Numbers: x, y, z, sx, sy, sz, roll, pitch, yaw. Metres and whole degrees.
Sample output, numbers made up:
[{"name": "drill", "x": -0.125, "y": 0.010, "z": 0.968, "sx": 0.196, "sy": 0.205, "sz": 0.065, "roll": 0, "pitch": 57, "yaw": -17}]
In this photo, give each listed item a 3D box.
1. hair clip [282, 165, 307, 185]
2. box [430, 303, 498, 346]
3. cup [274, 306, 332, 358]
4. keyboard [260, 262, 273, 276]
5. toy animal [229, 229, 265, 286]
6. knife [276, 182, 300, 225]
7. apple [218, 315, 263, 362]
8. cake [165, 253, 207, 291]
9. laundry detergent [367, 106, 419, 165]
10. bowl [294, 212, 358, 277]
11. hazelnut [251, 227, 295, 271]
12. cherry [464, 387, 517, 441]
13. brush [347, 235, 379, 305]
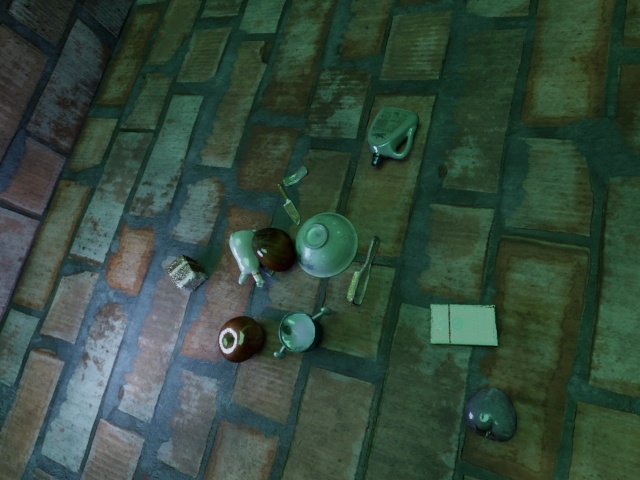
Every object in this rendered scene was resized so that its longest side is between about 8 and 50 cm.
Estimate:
[{"name": "hair clip", "x": -0.124, "y": -0.321, "z": 2.078, "sx": 0.137, "sy": 0.022, "sz": 0.054, "roll": -34, "pitch": 65, "yaw": 8}, {"name": "box", "x": 0.540, "y": 0.321, "z": 1.579, "sx": 0.239, "sy": 0.074, "sz": 0.154, "roll": -3, "pitch": 76, "yaw": 21}, {"name": "cup", "x": -0.067, "y": 0.386, "z": 1.738, "sx": 0.299, "sy": 0.173, "sz": 0.167, "roll": -43, "pitch": 64, "yaw": 4}, {"name": "keyboard", "x": -0.281, "y": 0.113, "z": 2.003, "sx": 0.155, "sy": 0.010, "sz": 0.053, "roll": 32, "pitch": 87, "yaw": 27}, {"name": "toy animal", "x": -0.335, "y": 0.090, "z": 1.964, "sx": 0.140, "sy": 0.138, "sz": 0.283, "roll": -22, "pitch": 89, "yaw": 23}, {"name": "knife", "x": -0.159, "y": -0.176, "z": 2.043, "sx": 0.046, "sy": 0.022, "sz": 0.256, "roll": -31, "pitch": 69, "yaw": 2}, {"name": "apple", "x": -0.348, "y": 0.436, "z": 1.846, "sx": 0.201, "sy": 0.162, "sz": 0.202, "roll": -7, "pitch": 76, "yaw": 30}, {"name": "cake", "x": -0.665, "y": 0.168, "z": 2.070, "sx": 0.134, "sy": 0.135, "sz": 0.147, "roll": -39, "pitch": 68, "yaw": 5}, {"name": "laundry detergent", "x": 0.317, "y": -0.460, "z": 1.904, "sx": 0.214, "sy": 0.105, "sz": 0.281, "roll": 18, "pitch": 78, "yaw": 23}, {"name": "bowl", "x": 0.000, "y": 0.000, "z": 1.856, "sx": 0.312, "sy": 0.146, "sz": 0.314, "roll": -6, "pitch": 72, "yaw": 20}, {"name": "hazelnut", "x": -0.216, "y": 0.039, "z": 1.895, "sx": 0.180, "sy": 0.181, "sz": 0.212, "roll": -12, "pitch": 42, "yaw": -10}, {"name": "cherry", "x": 0.584, "y": 0.599, "z": 1.435, "sx": 0.175, "sy": 0.140, "sz": 0.176, "roll": -5, "pitch": 50, "yaw": 6}, {"name": "brush", "x": 0.180, "y": 0.123, "z": 1.792, "sx": 0.067, "sy": 0.072, "sz": 0.313, "roll": 11, "pitch": 76, "yaw": 38}]
